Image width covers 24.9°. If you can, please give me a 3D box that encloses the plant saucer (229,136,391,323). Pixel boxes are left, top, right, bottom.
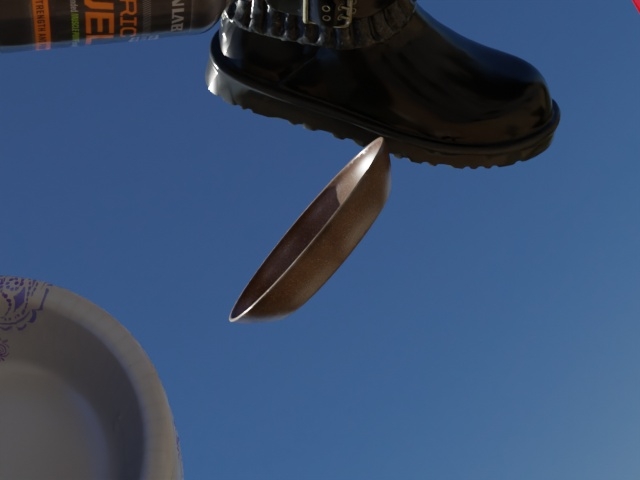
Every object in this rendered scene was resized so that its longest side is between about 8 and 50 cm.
[{"bbox_3d":[0.000,0.000,1.203,0.198,0.036,0.198,-50,6,8],"label":"plant saucer"}]

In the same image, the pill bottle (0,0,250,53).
[{"bbox_3d":[-0.149,-0.206,1.029,0.245,0.130,0.130,-8,-37,-12],"label":"pill bottle"}]

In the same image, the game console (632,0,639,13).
[{"bbox_3d":[0.174,-0.107,0.551,0.124,0.144,0.085,-28,14,25],"label":"game console"}]

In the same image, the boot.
[{"bbox_3d":[0.070,-0.211,1.264,0.131,0.348,0.260,-84,7,-48],"label":"boot"}]

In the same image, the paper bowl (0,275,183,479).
[{"bbox_3d":[-0.242,0.180,1.065,0.284,0.284,0.148,-43,-22,-21],"label":"paper bowl"}]
